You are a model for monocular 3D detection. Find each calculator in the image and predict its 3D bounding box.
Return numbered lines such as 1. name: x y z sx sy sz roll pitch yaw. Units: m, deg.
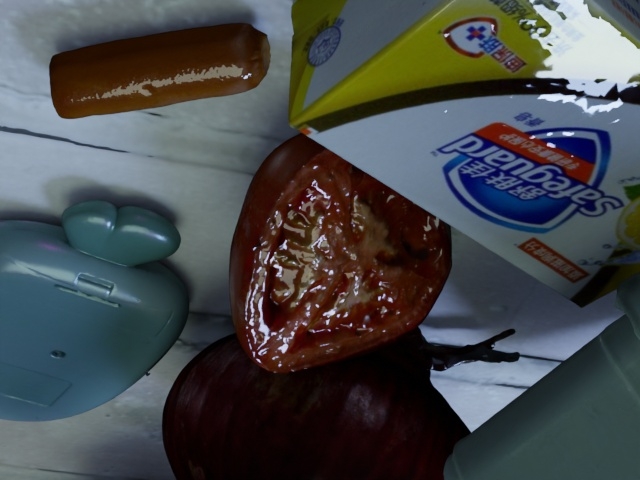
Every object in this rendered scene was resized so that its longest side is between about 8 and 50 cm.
1. calculator: -0.205 0.062 0.864 0.186 0.041 0.299 22 137 -27

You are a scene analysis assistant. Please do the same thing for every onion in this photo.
1. onion: 0.021 0.147 0.881 0.273 0.285 0.273 30 162 11

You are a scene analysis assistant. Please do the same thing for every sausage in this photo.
1. sausage: -0.093 -0.099 0.665 0.131 0.041 0.039 -9 119 8

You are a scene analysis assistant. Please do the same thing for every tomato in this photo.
1. tomato: 0.006 -0.006 0.751 0.166 0.082 0.174 -14 127 -29

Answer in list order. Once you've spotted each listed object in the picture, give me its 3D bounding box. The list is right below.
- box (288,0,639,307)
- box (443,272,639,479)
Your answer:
1. box: 0.130 -0.081 0.652 0.168 0.097 0.265 -33 132 33
2. box: 0.216 0.147 0.770 0.182 0.175 0.312 -38 161 16
